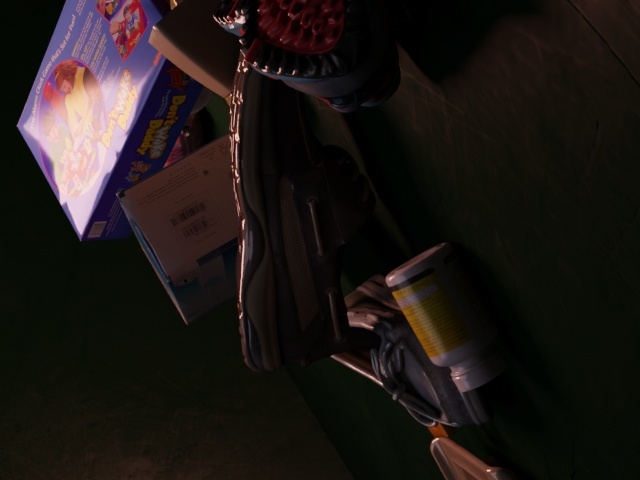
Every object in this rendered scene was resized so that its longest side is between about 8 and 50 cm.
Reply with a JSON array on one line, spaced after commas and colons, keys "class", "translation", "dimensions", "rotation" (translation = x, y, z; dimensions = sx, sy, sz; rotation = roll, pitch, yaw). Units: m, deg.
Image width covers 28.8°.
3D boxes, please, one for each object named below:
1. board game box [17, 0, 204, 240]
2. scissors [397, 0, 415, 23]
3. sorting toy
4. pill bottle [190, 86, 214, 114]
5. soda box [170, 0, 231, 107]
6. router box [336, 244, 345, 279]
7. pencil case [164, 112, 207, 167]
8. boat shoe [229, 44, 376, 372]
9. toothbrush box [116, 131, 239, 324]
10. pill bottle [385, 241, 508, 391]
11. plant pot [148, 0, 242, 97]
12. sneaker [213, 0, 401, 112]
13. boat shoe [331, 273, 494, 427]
[{"class": "board game box", "translation": [-0.271, -0.203, 1.632], "dimensions": [0.233, 0.078, 0.347], "rotation": [55, 131, 30]}, {"class": "scissors", "translation": [-0.020, -0.274, 0.817], "dimensions": [0.297, 0.021, 0.109], "rotation": [60, 166, -15]}, {"class": "sorting toy", "translation": [0.204, 0.294, 1.336], "dimensions": [0.347, 0.047, 0.196], "rotation": [61, 167, -8]}, {"class": "pill bottle", "translation": [-0.214, -0.234, 1.760], "dimensions": [0.112, 0.112, 0.187], "rotation": [62, 172, -15]}, {"class": "soda box", "translation": [-0.091, -0.196, 1.338], "dimensions": [0.181, 0.061, 0.058], "rotation": [59, 171, 6]}, {"class": "router box", "translation": [0.000, 0.000, 1.339], "dimensions": [0.092, 0.038, 0.122], "rotation": [75, -160, -57]}, {"class": "pencil case", "translation": [-0.261, -0.190, 2.163], "dimensions": [0.124, 0.124, 0.284], "rotation": [58, 170, 13]}, {"class": "boat shoe", "translation": [-0.018, -0.043, 1.187], "dimensions": [0.132, 0.130, 0.355], "rotation": [-106, 14, -63]}, {"class": "toothbrush box", "translation": [-0.113, -0.021, 1.538], "dimensions": [0.126, 0.216, 0.295], "rotation": [59, 171, 10]}, {"class": "pill bottle", "translation": [0.109, 0.065, 1.044], "dimensions": [0.116, 0.065, 0.065], "rotation": [60, 172, -1]}, {"class": "plant pot", "translation": [-0.096, -0.202, 1.233], "dimensions": [0.096, 0.109, 0.109], "rotation": [49, 173, -8]}, {"class": "sneaker", "translation": [0.016, -0.142, 0.845], "dimensions": [0.125, 0.104, 0.262], "rotation": [34, -171, -21]}, {"class": "boat shoe", "translation": [0.080, 0.120, 1.263], "dimensions": [0.118, 0.103, 0.320], "rotation": [63, 171, -21]}]
